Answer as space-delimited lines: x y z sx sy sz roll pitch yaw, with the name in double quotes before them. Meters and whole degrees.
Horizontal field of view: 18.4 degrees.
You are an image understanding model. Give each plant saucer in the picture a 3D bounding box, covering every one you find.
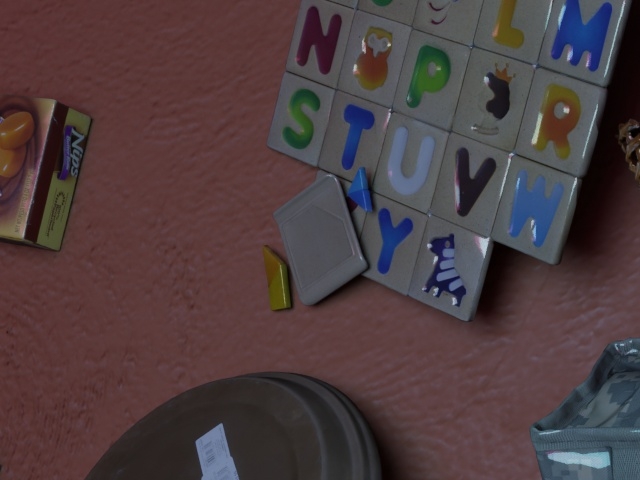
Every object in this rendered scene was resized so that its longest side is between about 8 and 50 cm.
"plant saucer" -0.083 0.197 1.287 0.278 0.041 0.278 -27 39 24

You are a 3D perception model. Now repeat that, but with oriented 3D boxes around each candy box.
"candy box" -0.275 -0.059 1.512 0.187 0.053 0.109 8 82 30

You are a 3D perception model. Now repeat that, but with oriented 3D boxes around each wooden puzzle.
"wooden puzzle" 0.000 0.000 1.356 0.116 0.014 0.078 -27 73 43

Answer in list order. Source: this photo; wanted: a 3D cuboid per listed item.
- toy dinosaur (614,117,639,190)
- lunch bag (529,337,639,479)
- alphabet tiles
"toy dinosaur" 0.303 0.027 1.143 0.322 0.164 0.218 33 110 7
"lunch bag" 0.284 0.178 1.048 0.287 0.169 0.235 -5 106 29
"alphabet tiles" 0.081 -0.134 1.295 0.285 0.011 0.342 25 105 45
